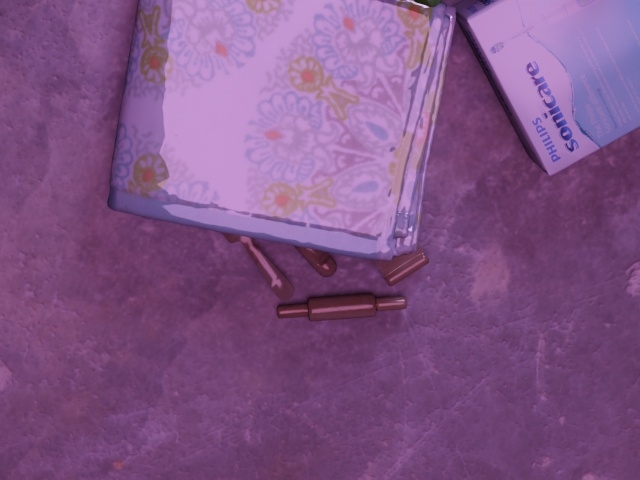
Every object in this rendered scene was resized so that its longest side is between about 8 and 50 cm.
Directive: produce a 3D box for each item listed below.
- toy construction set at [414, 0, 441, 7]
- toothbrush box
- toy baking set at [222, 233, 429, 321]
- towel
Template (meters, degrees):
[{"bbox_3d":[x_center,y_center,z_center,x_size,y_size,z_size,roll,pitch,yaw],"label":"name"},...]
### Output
[{"bbox_3d":[0.222,-0.367,1.746,0.309,0.237,0.257,-55,148,-19],"label":"toy construction set"},{"bbox_3d":[0.336,-0.246,1.908,0.295,0.126,0.216,-30,105,3],"label":"toothbrush box"},{"bbox_3d":[0.002,0.007,1.996,0.256,0.030,0.197,-8,102,-2],"label":"toy baking set"},{"bbox_3d":[-0.045,-0.156,1.903,0.374,0.090,0.320,11,97,-1],"label":"towel"}]
